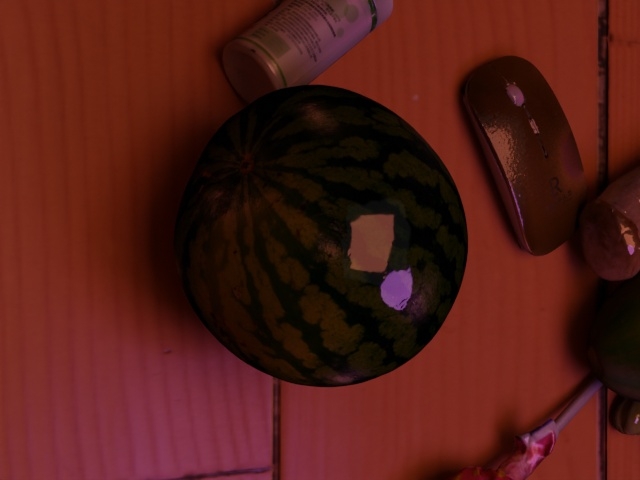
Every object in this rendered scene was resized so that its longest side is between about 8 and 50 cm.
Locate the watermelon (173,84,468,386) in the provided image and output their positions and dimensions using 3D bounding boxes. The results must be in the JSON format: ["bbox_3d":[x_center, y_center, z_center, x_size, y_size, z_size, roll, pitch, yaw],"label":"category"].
[{"bbox_3d":[0.000,0.000,1.317,0.285,0.285,0.285,0,89,-35],"label":"watermelon"}]

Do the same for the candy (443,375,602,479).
[{"bbox_3d":[0.250,0.259,1.611,0.365,0.124,0.124,-37,110,-38],"label":"candy"}]

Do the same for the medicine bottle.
[{"bbox_3d":[-0.013,-0.218,1.425,0.183,0.086,0.086,-43,113,-28],"label":"medicine bottle"}]

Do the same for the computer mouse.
[{"bbox_3d":[0.250,-0.101,1.628,0.126,0.056,0.245,-31,105,-32],"label":"computer mouse"}]

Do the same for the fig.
[{"bbox_3d":[0.420,0.122,1.678,0.191,0.181,0.181,-13,98,-15],"label":"fig"}]

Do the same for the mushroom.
[{"bbox_3d":[0.447,-0.078,1.733,0.351,0.095,0.122,-43,120,-33],"label":"mushroom"}]

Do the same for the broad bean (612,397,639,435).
[{"bbox_3d":[0.410,0.219,1.744,0.083,0.045,0.063,-20,102,-41],"label":"broad bean"}]
